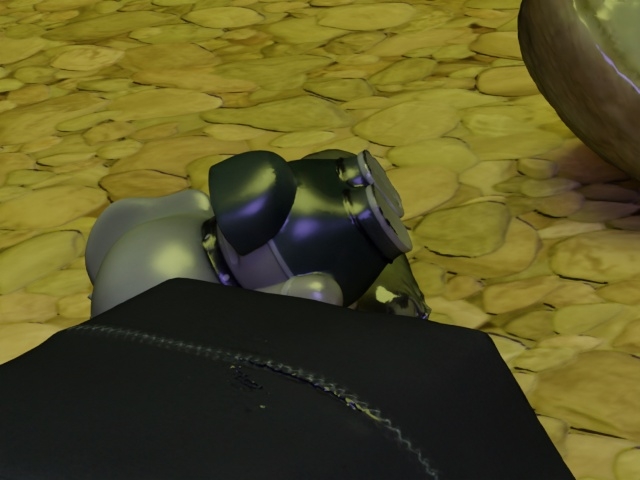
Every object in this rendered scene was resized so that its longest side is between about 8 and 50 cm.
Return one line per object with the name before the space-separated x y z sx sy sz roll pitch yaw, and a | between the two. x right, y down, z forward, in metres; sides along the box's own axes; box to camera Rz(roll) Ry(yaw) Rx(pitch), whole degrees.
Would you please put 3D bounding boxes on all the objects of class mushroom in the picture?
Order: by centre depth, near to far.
mushroom | 0.284 -0.098 1.106 0.292 0.212 0.217 -23 -19 -11

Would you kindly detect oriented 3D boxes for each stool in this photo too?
stool | -0.022 0.127 0.486 0.232 0.232 0.141 12 30 37

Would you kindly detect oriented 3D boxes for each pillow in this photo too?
pillow | -0.001 0.001 1.014 0.093 0.051 0.241 -12 25 -3

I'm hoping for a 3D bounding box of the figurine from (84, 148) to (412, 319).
figurine | -0.046 0.026 0.873 0.192 0.126 0.147 -27 47 11
